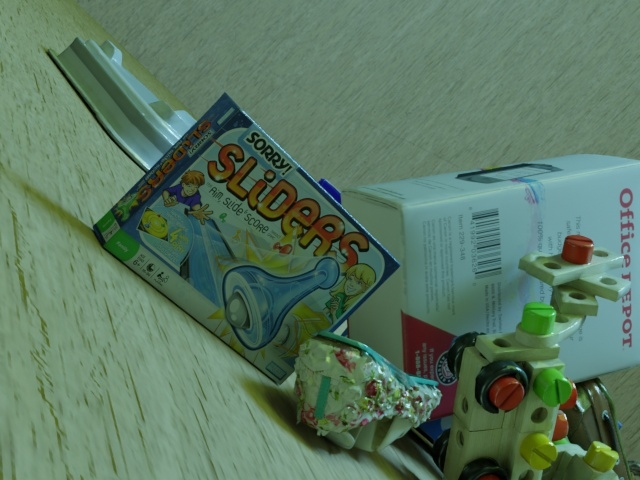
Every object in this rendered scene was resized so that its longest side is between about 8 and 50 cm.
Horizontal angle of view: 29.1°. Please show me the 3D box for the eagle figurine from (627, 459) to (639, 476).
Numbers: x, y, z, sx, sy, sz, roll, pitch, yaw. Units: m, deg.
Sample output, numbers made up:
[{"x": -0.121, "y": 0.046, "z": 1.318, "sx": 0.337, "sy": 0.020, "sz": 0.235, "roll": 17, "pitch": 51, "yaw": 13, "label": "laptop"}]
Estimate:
[{"x": 0.262, "y": 0.263, "z": 1.661, "sx": 0.298, "sy": 0.225, "sz": 0.226, "roll": 16, "pitch": -39, "yaw": -5, "label": "eagle figurine"}]

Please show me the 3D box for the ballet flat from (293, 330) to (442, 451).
[{"x": 0.032, "y": 0.126, "z": 0.966, "sx": 0.091, "sy": 0.077, "sz": 0.241, "roll": 13, "pitch": -8, "yaw": 24, "label": "ballet flat"}]

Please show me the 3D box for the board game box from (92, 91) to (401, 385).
[{"x": -0.049, "y": 0.004, "z": 0.912, "sx": 0.201, "sy": 0.136, "sz": 0.035, "roll": 42, "pitch": 4, "yaw": -36, "label": "board game box"}]

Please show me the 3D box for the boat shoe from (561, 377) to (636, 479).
[{"x": 0.308, "y": 0.288, "z": 1.336, "sx": 0.111, "sy": 0.104, "sz": 0.307, "roll": 34, "pitch": -31, "yaw": 60, "label": "boat shoe"}]

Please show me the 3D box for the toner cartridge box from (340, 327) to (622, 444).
[{"x": 0.185, "y": 0.174, "z": 1.422, "sx": 0.348, "sy": 0.165, "sz": 0.075, "roll": 42, "pitch": -8, "yaw": -27, "label": "toner cartridge box"}]

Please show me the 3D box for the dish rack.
[{"x": -0.193, "y": -0.132, "z": 1.570, "sx": 0.285, "sy": 0.072, "sz": 0.333, "roll": 41, "pitch": 3, "yaw": -41, "label": "dish rack"}]

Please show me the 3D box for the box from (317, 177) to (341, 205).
[{"x": 0.000, "y": 0.000, "z": 1.714, "sx": 0.072, "sy": 0.137, "sz": 0.126, "roll": 45, "pitch": 3, "yaw": 25, "label": "box"}]

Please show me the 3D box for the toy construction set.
[{"x": 0.214, "y": 0.162, "z": 1.155, "sx": 0.215, "sy": 0.327, "sz": 0.151, "roll": -3, "pitch": 10, "yaw": -21, "label": "toy construction set"}]

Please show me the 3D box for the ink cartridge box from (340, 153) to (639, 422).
[{"x": 0.184, "y": 0.041, "z": 1.275, "sx": 0.131, "sy": 0.306, "sz": 0.226, "roll": 19, "pitch": -65, "yaw": 59, "label": "ink cartridge box"}]
